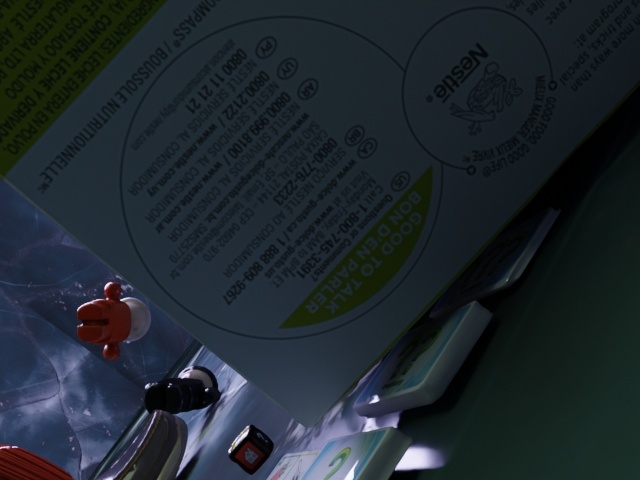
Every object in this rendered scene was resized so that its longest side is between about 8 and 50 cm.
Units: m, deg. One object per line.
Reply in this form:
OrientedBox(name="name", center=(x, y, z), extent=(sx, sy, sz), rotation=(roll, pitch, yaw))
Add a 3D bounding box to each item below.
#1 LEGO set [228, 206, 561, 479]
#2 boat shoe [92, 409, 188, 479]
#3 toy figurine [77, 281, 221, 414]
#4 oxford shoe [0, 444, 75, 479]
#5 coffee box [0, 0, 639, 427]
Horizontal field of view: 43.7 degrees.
OrientedBox(name="LEGO set", center=(0.006, 0.069, 0.434), extent=(0.182, 0.060, 0.244), rotation=(-51, 3, -25))
OrientedBox(name="boat shoe", center=(-0.268, 0.309, 0.805), extent=(0.355, 0.130, 0.132), rotation=(-55, 6, -30))
OrientedBox(name="toy figurine", center=(-0.180, 0.104, 1.042), extent=(0.209, 0.213, 0.148), rotation=(-49, -11, 5))
OrientedBox(name="oxford shoe", center=(-0.252, 0.235, 0.609), extent=(0.098, 0.097, 0.271), rotation=(-59, 9, -1))
OrientedBox(name="coffee box", center=(-0.037, -0.168, 0.458), extent=(0.338, 0.334, 0.337), rotation=(-47, 16, 0))
